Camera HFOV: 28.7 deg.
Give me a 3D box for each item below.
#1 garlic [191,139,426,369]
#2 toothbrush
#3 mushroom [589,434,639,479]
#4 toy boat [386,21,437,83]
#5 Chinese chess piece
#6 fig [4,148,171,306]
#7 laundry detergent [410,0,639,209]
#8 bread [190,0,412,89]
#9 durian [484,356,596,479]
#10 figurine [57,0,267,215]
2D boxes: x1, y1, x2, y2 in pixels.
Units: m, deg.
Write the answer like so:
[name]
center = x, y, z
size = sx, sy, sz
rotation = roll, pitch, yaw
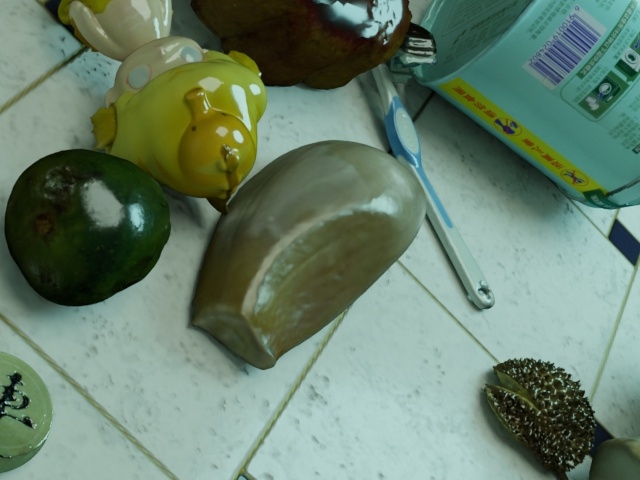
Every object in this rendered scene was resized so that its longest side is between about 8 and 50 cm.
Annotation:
[garlic]
center = -0.005, -0.008, 1.103
size = 0.143, 0.112, 0.318
rotation = 51, 49, -5
[toothbrush]
center = 0.092, -0.102, 1.306
size = 0.040, 0.040, 0.386
rotation = -11, 69, -48
[mushroom]
center = 0.471, 0.195, 1.233
size = 0.356, 0.315, 0.315
rotation = 22, 46, -49
[toy boat]
center = 0.089, -0.201, 1.351
size = 0.059, 0.066, 0.140
rotation = 5, 20, -13
[Chinese chess piece]
center = -0.219, 0.113, 0.836
size = 0.084, 0.034, 0.084
rotation = 27, 44, -28
[fig]
center = -0.155, -0.014, 0.954
size = 0.177, 0.117, 0.117
rotation = -5, 63, -58
[laundry detergent]
center = 0.304, -0.206, 1.398
size = 0.305, 0.287, 0.287
rotation = 34, 41, -20
[bread]
center = -0.016, -0.269, 1.208
size = 0.246, 0.135, 0.232
rotation = 9, 82, -44
[durian]
center = 0.223, 0.169, 1.197
size = 0.110, 0.071, 0.140
rotation = -22, 81, -50
[figurine]
center = -0.135, -0.133, 1.046
size = 0.156, 0.131, 0.246
rotation = -25, 79, -16
